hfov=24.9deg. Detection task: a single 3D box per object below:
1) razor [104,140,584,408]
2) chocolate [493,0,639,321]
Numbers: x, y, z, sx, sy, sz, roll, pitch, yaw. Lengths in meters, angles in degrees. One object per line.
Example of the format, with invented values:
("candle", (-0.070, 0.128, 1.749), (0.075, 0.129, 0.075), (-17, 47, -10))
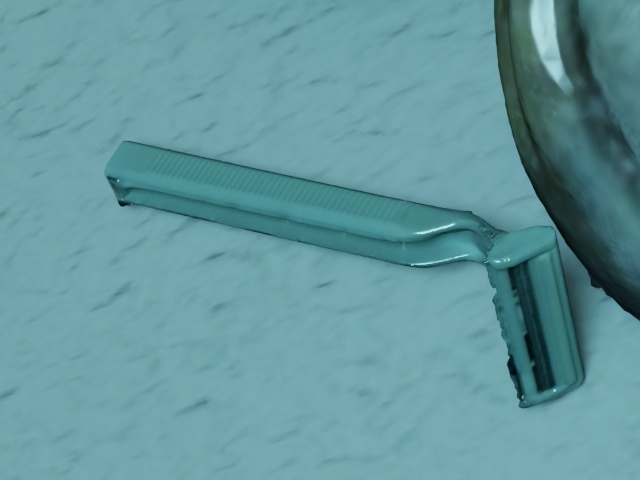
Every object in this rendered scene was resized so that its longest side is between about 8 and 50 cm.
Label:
("razor", (0.005, -0.008, 0.738), (0.278, 0.111, 0.056), (20, 59, 32))
("chocolate", (0.195, -0.110, 0.586), (0.303, 0.213, 0.303), (-9, 68, 23))
